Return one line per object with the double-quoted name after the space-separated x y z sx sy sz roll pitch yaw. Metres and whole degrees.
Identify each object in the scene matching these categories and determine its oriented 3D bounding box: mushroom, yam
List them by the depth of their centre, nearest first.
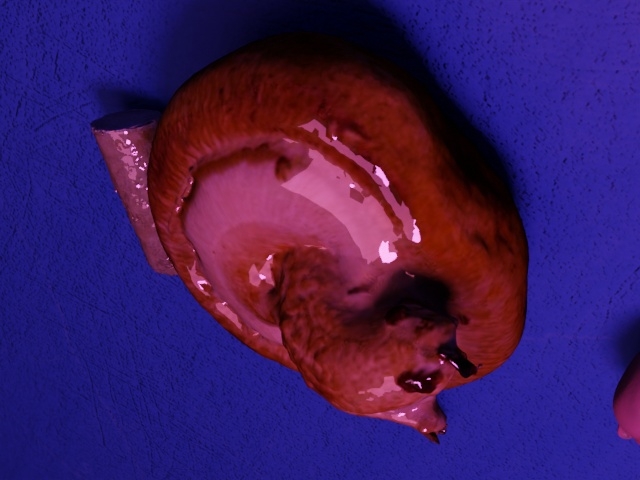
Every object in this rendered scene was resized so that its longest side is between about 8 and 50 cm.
0.000 0.000 0.935 0.345 0.259 0.345 18 136 18 "mushroom"
-0.161 -0.050 1.140 0.078 0.078 0.179 3 129 32 "yam"

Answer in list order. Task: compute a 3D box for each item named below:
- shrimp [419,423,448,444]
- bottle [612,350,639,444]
0.012 0.099 1.191 0.169 0.058 0.296 -15 116 50 "shrimp"
0.366 0.173 0.967 0.253 0.120 0.120 30 140 5 "bottle"
